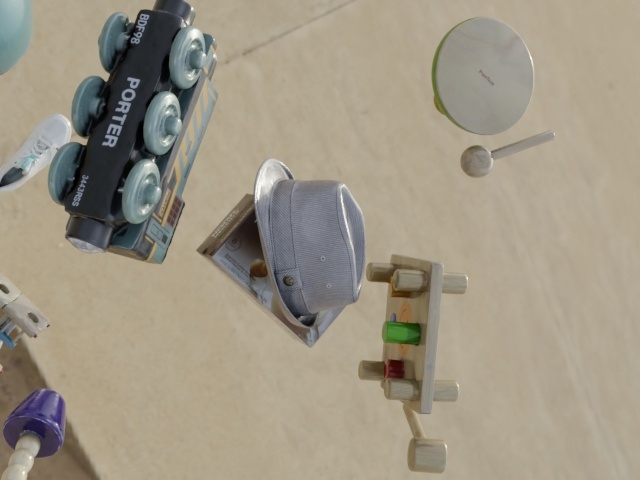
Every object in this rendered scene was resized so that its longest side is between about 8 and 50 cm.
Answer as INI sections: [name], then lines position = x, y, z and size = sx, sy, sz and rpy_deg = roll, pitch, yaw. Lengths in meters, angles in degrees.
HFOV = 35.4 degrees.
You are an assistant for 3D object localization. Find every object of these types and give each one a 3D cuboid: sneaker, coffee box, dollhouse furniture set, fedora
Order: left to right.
[dollhouse furniture set]
position = -0.515, 0.147, 1.480
size = 0.129, 0.129, 0.184
rpy_deg = 45, 15, -6
[sneaker]
position = -0.606, -0.175, 2.112
size = 0.080, 0.212, 0.094
rpy_deg = 42, 7, -15
[coffee box]
position = -0.072, 0.050, 1.733
size = 0.246, 0.098, 0.141
rpy_deg = 45, 79, -21
[fedora]
position = 0.000, 0.000, 1.550
size = 0.244, 0.124, 0.276
rpy_deg = -56, 136, -68

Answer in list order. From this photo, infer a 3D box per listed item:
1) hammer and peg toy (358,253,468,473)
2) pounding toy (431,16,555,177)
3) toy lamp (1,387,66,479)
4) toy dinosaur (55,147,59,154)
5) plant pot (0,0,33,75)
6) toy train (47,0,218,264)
[hammer and peg toy]
position = 0.148, 0.208, 1.757
size = 0.266, 0.127, 0.362
rpy_deg = -164, -101, -78
[pounding toy]
position = 0.247, -0.234, 1.610
size = 0.183, 0.110, 0.237
rpy_deg = -28, 104, -21
[toy lamp]
position = -0.361, 0.283, 1.177
size = 0.080, 0.080, 0.275
rpy_deg = 53, 23, -27
[toy dinosaur]
position = -0.328, -0.109, 1.434
size = 0.092, 0.183, 0.053
rpy_deg = -5, 91, -30
[plant pot]
position = -0.602, -0.385, 1.699
size = 0.195, 0.290, 0.290
rpy_deg = 47, 37, -47
[toy train]
position = -0.218, -0.129, 1.234
size = 0.190, 0.142, 0.334
rpy_deg = 61, 44, -69
